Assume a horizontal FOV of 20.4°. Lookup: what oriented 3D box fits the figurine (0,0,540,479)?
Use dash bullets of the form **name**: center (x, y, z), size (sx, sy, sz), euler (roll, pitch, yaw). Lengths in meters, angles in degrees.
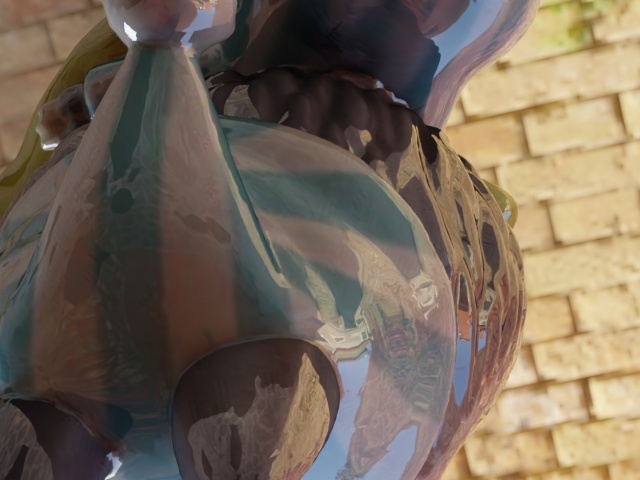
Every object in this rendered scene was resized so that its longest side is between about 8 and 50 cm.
- **figurine**: center (0.000, 0.000, 0.740), size (0.266, 0.361, 0.378), euler (15, -160, -13)
